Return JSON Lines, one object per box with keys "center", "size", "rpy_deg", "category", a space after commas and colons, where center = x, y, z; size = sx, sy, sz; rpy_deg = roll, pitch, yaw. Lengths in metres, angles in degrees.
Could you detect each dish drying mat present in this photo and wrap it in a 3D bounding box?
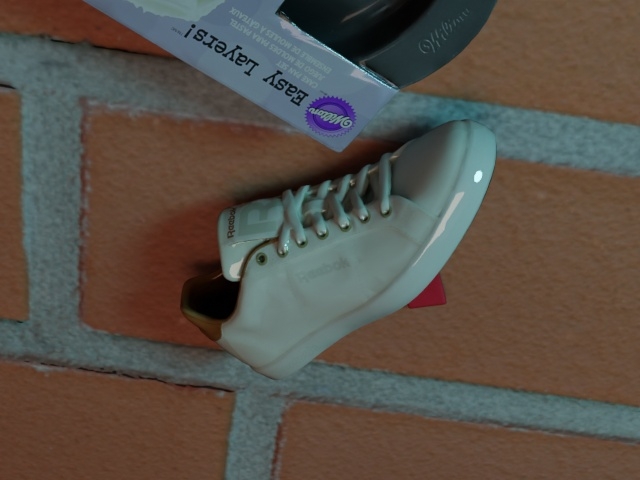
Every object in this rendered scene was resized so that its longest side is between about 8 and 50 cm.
{"center": [0.075, 0.020, 1.038], "size": [0.032, 0.008, 0.083], "rpy_deg": [-8, 131, 13], "category": "dish drying mat"}

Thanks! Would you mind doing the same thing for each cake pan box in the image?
{"center": [-0.015, -0.202, 0.814], "size": [0.267, 0.070, 0.246], "rpy_deg": [31, 129, -21], "category": "cake pan box"}

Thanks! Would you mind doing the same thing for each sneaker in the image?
{"center": [0.000, 0.000, 0.961], "size": [0.123, 0.106, 0.290], "rpy_deg": [31, 128, -23], "category": "sneaker"}
